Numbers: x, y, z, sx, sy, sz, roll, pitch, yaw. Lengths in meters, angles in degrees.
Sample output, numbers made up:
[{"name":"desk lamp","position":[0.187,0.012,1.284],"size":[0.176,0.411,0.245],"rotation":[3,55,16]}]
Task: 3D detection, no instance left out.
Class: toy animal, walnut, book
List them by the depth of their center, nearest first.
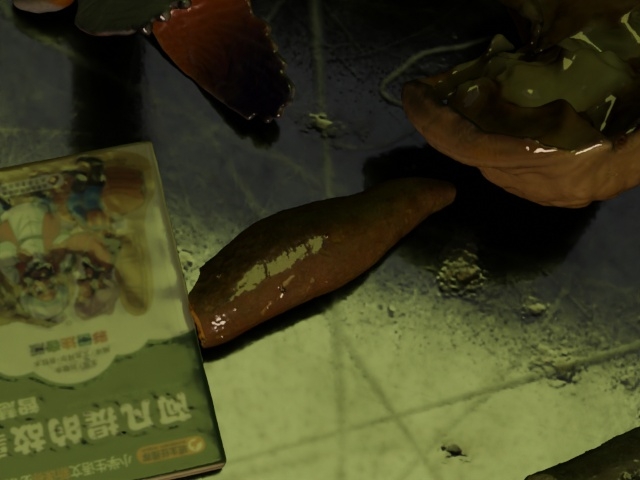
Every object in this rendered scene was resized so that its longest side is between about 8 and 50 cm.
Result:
[{"name":"book","position":[-0.198,0.066,1.466],"size":[0.202,0.027,0.264],"rotation":[-11,76,-12]},{"name":"toy animal","position":[-0.116,-0.279,1.468],"size":[0.302,0.225,0.284],"rotation":[27,93,28]},{"name":"walnut","position":[0.192,-0.103,1.500],"size":[0.204,0.141,0.238],"rotation":[21,50,31]}]

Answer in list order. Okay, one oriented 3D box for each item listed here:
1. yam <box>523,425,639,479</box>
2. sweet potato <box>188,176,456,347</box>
[{"name":"yam","position":[0.218,0.191,1.471],"size":[0.146,0.070,0.070],"rotation":[-22,78,-15]},{"name":"sweet potato","position":[0.000,0.000,1.492],"size":[0.243,0.077,0.077],"rotation":[-30,80,-15]}]
